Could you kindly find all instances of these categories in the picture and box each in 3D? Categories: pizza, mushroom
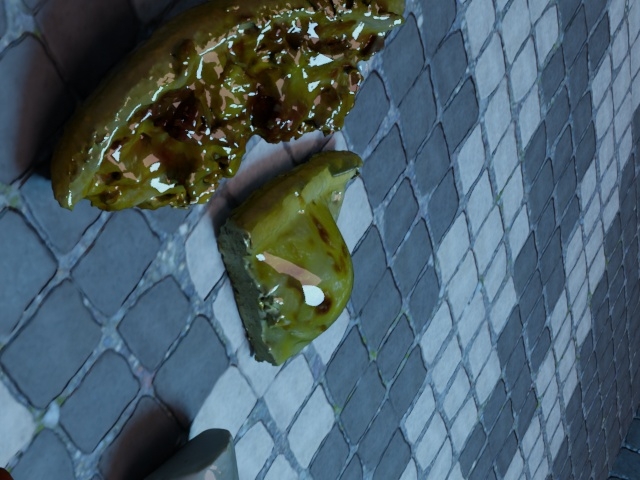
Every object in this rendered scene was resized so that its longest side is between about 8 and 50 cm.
[{"bbox_3d":[-0.057,-0.103,0.757,0.305,0.085,0.161,-36,145,-18],"label":"pizza"},{"bbox_3d":[-0.116,0.275,0.925,0.116,0.093,0.225,-48,143,-72],"label":"mushroom"},{"bbox_3d":[-0.002,0.009,0.994,0.204,0.081,0.188,-46,141,-41],"label":"pizza"}]

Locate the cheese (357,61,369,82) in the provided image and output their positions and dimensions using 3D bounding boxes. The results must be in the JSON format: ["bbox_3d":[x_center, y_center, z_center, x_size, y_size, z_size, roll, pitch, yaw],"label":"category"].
[{"bbox_3d":[-0.017,-0.194,0.872,0.163,0.071,0.248,-49,144,-36],"label":"cheese"}]

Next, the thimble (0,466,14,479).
[{"bbox_3d":[-0.248,0.205,0.425,0.230,0.350,0.350,-52,145,-39],"label":"thimble"}]
